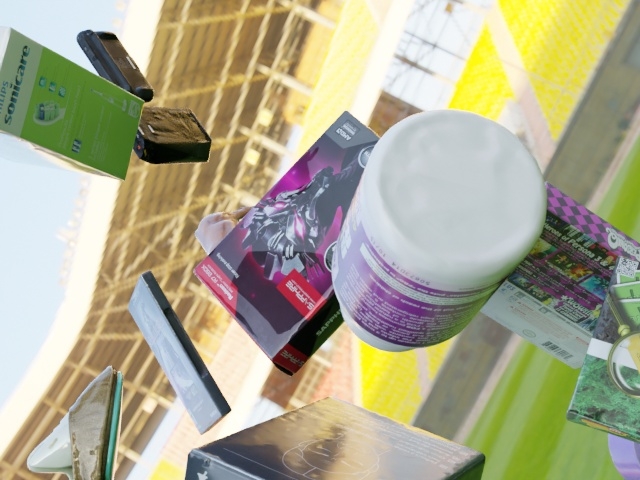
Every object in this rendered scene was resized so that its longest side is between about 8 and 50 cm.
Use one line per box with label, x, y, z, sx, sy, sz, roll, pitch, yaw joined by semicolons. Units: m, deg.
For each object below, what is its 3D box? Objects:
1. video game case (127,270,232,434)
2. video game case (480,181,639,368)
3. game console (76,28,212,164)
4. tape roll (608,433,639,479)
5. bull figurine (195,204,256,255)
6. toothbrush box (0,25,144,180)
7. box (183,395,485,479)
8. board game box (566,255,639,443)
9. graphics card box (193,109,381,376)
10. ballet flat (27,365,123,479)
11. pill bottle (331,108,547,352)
video game case;-0.251;0.201;1.679;0.026;0.274;0.196;-28;-9;-25
video game case;0.279;0.050;1.113;0.210;0.232;0.041;-42;21;51
game console;-0.376;-0.303;2.004;0.044;0.361;0.213;-44;-19;28
tape roll;0.662;0.391;1.870;0.189;0.189;0.080;-58;10;-19
bull figurine;-0.154;0.017;1.913;0.310;0.189;0.101;-127;26;-57
toothbrush box;-0.394;-0.175;1.228;0.283;0.206;0.122;27;-106;-66
box;0.023;0.403;1.409;0.395;0.294;0.211;-4;-72;-60
board game box;0.326;0.110;0.698;0.030;0.260;0.136;61;-131;-65
graphics card box;0.000;0.000;1.520;0.371;0.233;0.094;-45;-34;1
ballet flat;-0.320;0.334;1.253;0.116;0.124;0.342;124;145;-71
pill bottle;0.101;0.011;0.967;0.169;0.169;0.301;-57;-6;-24
